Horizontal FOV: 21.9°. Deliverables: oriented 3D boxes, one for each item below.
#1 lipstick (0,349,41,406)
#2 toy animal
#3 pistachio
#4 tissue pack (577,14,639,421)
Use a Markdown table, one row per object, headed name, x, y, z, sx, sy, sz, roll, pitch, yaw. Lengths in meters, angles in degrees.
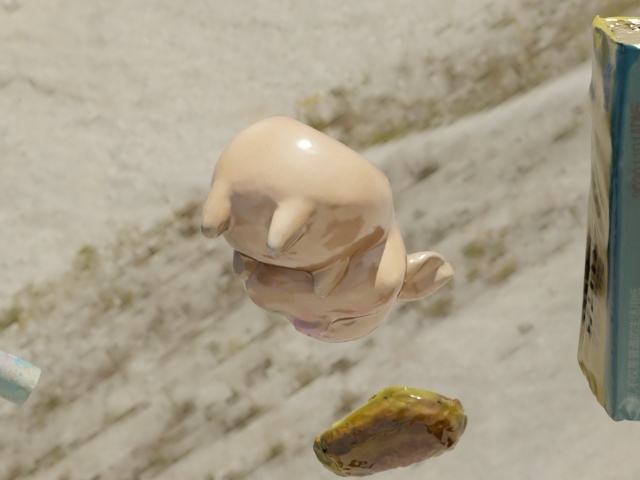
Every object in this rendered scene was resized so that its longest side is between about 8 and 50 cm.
| name | x | y | z | sx | sy | sz | roll | pitch | yaw |
| --- | --- | --- | --- | --- | --- | --- | --- | --- | --- |
| lipstick | -0.377 | 0.123 | 1.761 | 0.048 | 0.158 | 0.048 | -58 | 13 | 22 |
| toy animal | -0.006 | -0.008 | 1.405 | 0.154 | 0.166 | 0.250 | -59 | -29 | -19 |
| pistachio | 0.075 | 0.205 | 1.799 | 0.173 | 0.089 | 0.049 | -16 | -5 | 1 |
| tissue pack | 0.277 | -0.018 | 1.121 | 0.192 | 0.270 | 0.134 | 0 | 19 | 0 |
